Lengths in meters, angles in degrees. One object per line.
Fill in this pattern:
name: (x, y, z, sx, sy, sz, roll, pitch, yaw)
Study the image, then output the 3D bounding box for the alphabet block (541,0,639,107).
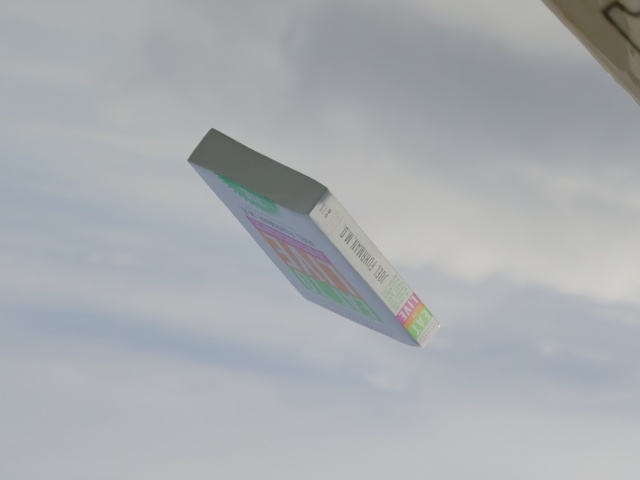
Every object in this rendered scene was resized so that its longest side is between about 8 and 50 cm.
alphabet block: (0.259, -0.169, 0.990, 0.192, 0.197, 0.193, -45, -176, -37)

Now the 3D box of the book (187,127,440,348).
book: (0.000, 0.000, 0.997, 0.096, 0.035, 0.144, 27, 165, 41)
